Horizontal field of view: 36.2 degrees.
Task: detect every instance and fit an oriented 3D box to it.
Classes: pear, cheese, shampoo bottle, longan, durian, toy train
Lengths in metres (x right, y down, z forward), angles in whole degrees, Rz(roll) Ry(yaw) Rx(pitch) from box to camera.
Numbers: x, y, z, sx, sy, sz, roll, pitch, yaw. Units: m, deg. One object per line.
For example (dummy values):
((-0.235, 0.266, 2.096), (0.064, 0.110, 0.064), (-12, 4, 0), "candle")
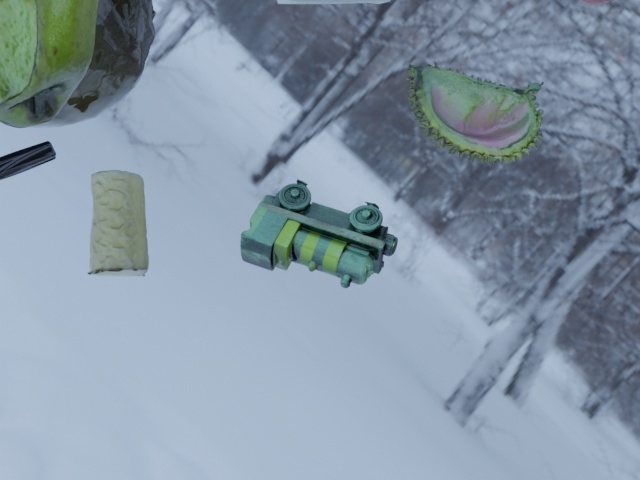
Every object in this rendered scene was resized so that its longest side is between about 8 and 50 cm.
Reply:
((-0.352, -0.268, 1.193), (0.238, 0.255, 0.164), (2, 21, 34), "pear")
((-0.334, -0.025, 1.606), (0.123, 0.094, 0.167), (65, 21, -81), "cheese")
((-0.439, -0.104, 1.366), (0.048, 0.137, 0.027), (38, -35, 49), "shampoo bottle")
((-0.452, -0.373, 1.585), (0.391, 0.391, 0.391), (41, 6, -5), "longan")
((0.204, -0.166, 1.330), (0.221, 0.137, 0.095), (4, -6, -21), "durian")
((0.000, 0.000, 1.351), (0.200, 0.132, 0.083), (17, -36, 15), "toy train")

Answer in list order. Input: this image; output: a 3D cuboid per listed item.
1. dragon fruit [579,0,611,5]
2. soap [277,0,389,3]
((0.498, -0.571, 1.692), (0.329, 0.286, 0.228), (41, 21, -27), "dragon fruit")
((0.020, -0.432, 1.537), (0.183, 0.121, 0.064), (-3, 11, -6), "soap")
